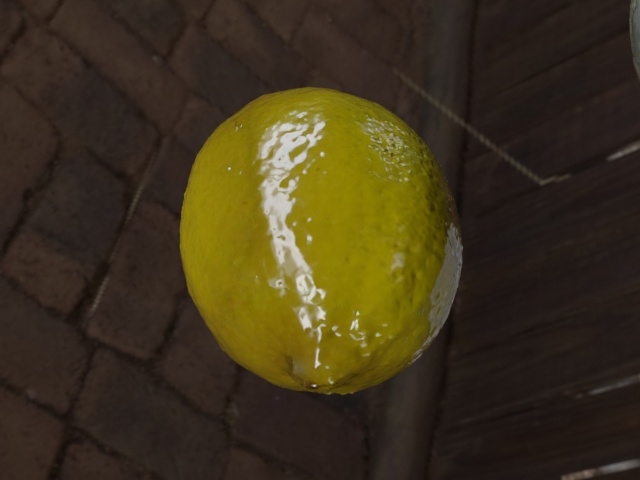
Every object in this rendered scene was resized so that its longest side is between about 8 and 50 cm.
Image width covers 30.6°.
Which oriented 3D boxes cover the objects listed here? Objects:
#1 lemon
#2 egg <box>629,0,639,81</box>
[{"bbox_3d":[-0.001,-0.003,0.948,0.236,0.236,0.263,0,53,-49],"label":"lemon"},{"bbox_3d":[0.269,-0.115,0.609,0.337,0.201,0.337,-19,90,-82],"label":"egg"}]
